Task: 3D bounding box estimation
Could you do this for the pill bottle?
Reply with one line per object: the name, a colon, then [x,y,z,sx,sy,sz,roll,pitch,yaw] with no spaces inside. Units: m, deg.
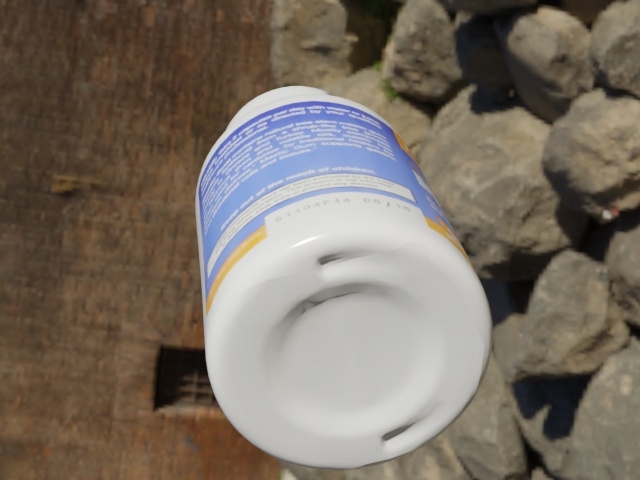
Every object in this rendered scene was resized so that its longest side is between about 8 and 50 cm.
pill bottle: [0.000,0.000,0.663,0.272,0.152,0.152,-105,22,-62]
